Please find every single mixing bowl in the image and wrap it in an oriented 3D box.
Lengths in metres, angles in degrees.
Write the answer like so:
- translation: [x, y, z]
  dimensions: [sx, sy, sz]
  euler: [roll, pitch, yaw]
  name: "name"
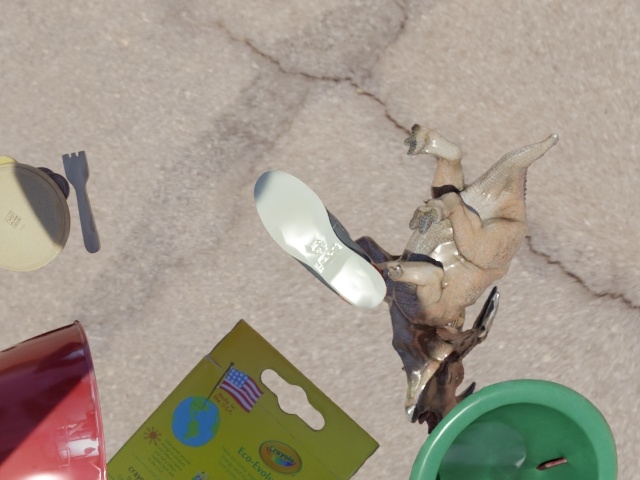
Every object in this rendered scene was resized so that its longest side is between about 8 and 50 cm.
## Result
- translation: [-0.206, 0.149, 0.572]
  dimensions: [0.181, 0.098, 0.182]
  euler: [176, 90, -66]
  name: "mixing bowl"

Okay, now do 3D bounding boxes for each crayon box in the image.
- translation: [-0.112, 0.266, 0.878]
  dimensions: [0.202, 0.081, 0.318]
  euler: [42, 84, 13]
  name: "crayon box"

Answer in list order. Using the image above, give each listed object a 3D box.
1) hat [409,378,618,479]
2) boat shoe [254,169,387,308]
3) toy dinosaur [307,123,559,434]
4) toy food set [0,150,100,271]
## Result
- translation: [0.143, 0.193, 0.774]
  dimensions: [0.172, 0.183, 0.209]
  euler: [30, 97, -11]
  name: "hat"
- translation: [0.000, 0.000, 0.671]
  dimensions: [0.137, 0.043, 0.049]
  euler: [45, 95, 0]
  name: "boat shoe"
- translation: [0.128, 0.020, 0.782]
  dimensions: [0.296, 0.200, 0.127]
  euler: [-53, 32, 19]
  name: "toy dinosaur"
- translation: [-0.336, -0.031, 0.952]
  dimensions: [0.191, 0.038, 0.133]
  euler: [-7, 99, 9]
  name: "toy food set"
